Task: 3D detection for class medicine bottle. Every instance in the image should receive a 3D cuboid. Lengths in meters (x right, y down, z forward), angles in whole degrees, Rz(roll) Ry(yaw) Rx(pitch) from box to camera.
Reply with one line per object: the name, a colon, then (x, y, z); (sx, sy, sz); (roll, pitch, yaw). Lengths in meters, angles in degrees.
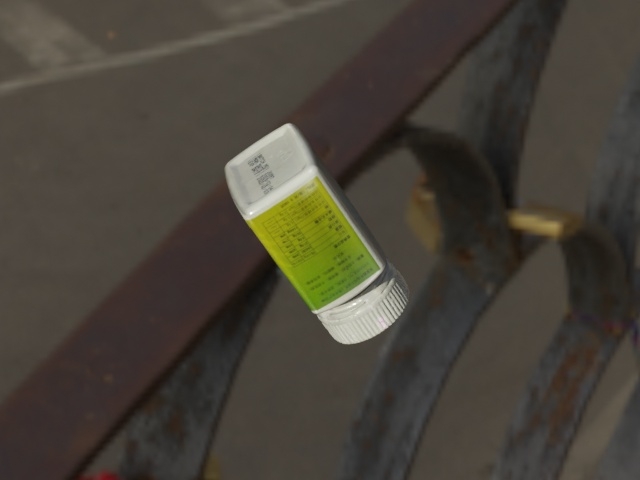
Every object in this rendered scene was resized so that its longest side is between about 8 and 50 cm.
medicine bottle: (0.000, 0.000, 1.690); (0.088, 0.188, 0.132); (-34, 26, 3)
